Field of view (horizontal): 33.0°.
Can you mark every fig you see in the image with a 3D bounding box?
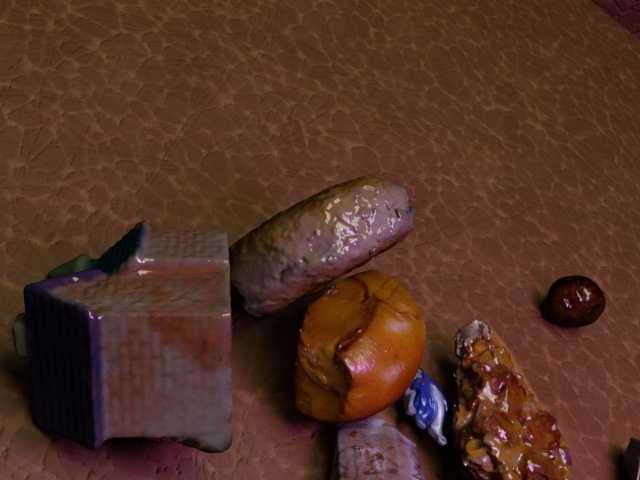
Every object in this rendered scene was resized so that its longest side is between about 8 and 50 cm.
[{"bbox_3d":[0.506,0.122,2.125,0.109,0.103,0.155,10,-4,23],"label":"fig"}]

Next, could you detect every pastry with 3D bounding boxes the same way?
[{"bbox_3d":[0.000,0.000,1.669,0.330,0.330,0.136,-27,86,-47],"label":"pastry"}]

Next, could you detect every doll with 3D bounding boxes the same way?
[{"bbox_3d":[0.164,0.255,1.766,0.096,0.070,0.195,17,36,-37],"label":"doll"}]

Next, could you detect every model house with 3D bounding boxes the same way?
[{"bbox_3d":[-0.262,0.124,1.471,0.280,0.245,0.312,-1,22,-5],"label":"model house"}]

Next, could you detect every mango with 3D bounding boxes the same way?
[{"bbox_3d":[0.058,0.157,1.696,0.199,0.201,0.350,60,28,-8],"label":"mango"}]

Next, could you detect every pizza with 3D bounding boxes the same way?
[{"bbox_3d":[0.312,0.317,1.760,0.278,0.114,0.408,13,49,-52],"label":"pizza"}]

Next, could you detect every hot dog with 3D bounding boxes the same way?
[{"bbox_3d":[0.081,0.357,1.552,0.144,0.075,0.268,0,29,4],"label":"hot dog"}]

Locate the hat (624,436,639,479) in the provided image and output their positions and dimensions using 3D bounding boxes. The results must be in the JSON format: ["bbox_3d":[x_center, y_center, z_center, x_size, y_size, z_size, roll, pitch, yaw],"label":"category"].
[{"bbox_3d":[0.583,0.459,1.913,0.166,0.144,0.173,35,84,-9],"label":"hat"}]
